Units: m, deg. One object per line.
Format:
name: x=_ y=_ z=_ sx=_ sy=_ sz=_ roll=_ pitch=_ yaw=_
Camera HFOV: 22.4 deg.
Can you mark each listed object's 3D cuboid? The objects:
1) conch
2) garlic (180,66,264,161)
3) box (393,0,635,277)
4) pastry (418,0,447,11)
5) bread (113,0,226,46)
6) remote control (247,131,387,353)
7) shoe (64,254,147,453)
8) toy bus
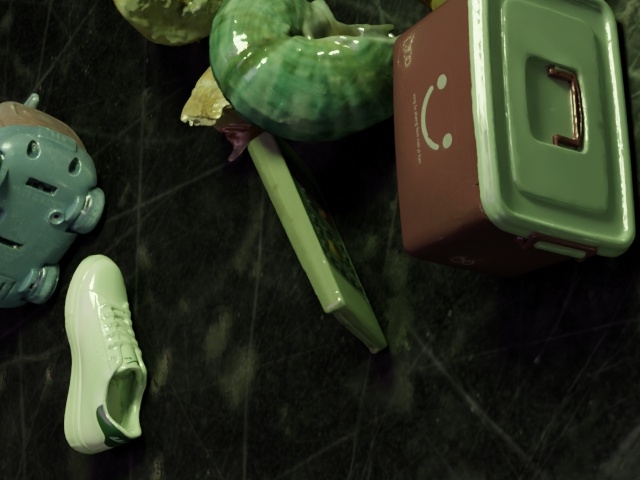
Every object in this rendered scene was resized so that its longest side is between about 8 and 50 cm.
conch: x=-0.025 y=-0.205 z=1.848 sx=0.277 sy=0.220 sz=0.195 roll=-9 pitch=104 yaw=51
garlic: x=-0.096 y=-0.174 z=2.026 sx=0.174 sy=0.099 sz=0.124 roll=7 pitch=63 yaw=47
box: x=0.183 y=-0.107 z=1.593 sx=0.167 sy=0.193 sz=0.294 roll=-28 pitch=57 yaw=52
pastry: x=0.121 y=-0.340 z=1.700 sx=0.257 sy=0.121 sz=0.236 roll=50 pitch=161 yaw=5
bread: x=-0.180 y=-0.363 z=2.121 sx=0.195 sy=0.176 sz=0.246 roll=-44 pitch=43 yaw=15
remote control: x=0.000 y=0.000 z=1.821 sx=0.038 sy=0.123 sz=0.285 roll=-34 pitch=49 yaw=10
shoe: x=-0.269 y=0.147 z=2.119 sx=0.110 sy=0.095 sz=0.264 roll=-8 pitch=76 yaw=43
toy bus: x=-0.456 y=-0.063 z=2.344 sx=0.294 sy=0.197 sz=0.231 roll=-56 pitch=32 yaw=22
